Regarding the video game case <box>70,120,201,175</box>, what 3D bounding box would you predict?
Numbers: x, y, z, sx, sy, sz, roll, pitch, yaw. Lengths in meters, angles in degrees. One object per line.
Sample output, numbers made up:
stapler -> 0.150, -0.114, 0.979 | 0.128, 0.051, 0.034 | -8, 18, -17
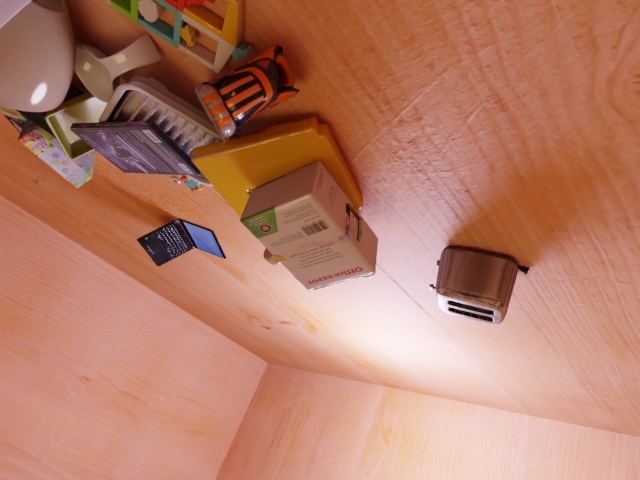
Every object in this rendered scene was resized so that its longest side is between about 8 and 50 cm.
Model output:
video game case -> -0.466, -0.230, 1.145 | 0.274, 0.026, 0.196 | 7, 157, 25

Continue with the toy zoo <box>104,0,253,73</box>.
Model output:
toy zoo -> -0.252, -0.425, 0.815 | 0.293, 0.030, 0.192 | 30, 153, -10

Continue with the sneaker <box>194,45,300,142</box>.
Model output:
sneaker -> -0.138, -0.283, 0.881 | 0.125, 0.180, 0.321 | 63, 173, -25

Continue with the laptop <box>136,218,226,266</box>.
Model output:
laptop -> -0.544, 0.035, 1.793 | 0.137, 0.264, 0.234 | 55, 165, 26

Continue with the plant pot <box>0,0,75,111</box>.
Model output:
plant pot -> -0.617, -0.431, 0.902 | 0.191, 0.284, 0.284 | -39, 118, 23

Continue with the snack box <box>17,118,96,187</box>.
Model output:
snack box -> -0.797, -0.289, 1.380 | 0.070, 0.175, 0.207 | -31, 134, 6

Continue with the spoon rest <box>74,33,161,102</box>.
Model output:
spoon rest -> -0.473, -0.386, 1.003 | 0.276, 0.084, 0.137 | -1, 127, 38

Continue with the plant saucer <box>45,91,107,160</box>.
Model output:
plant saucer -> -0.610, -0.318, 1.182 | 0.045, 0.188, 0.188 | 49, 156, 12

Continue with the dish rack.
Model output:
dish rack -> -0.345, -0.263, 1.103 | 0.332, 0.073, 0.285 | 28, 156, -30

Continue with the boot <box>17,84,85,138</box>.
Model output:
boot -> -0.804, -0.459, 1.089 | 0.445, 0.146, 0.367 | 38, 159, -18

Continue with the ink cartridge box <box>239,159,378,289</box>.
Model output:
ink cartridge box -> -0.016, -0.023, 1.061 | 0.201, 0.117, 0.278 | -18, 130, 30

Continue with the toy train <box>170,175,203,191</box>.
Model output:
toy train -> -0.386, -0.211, 1.313 | 0.125, 0.046, 0.166 | 28, 151, -4

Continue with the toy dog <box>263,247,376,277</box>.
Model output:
toy dog -> 0.000, 0.000, 1.303 | 0.333, 0.161, 0.220 | -7, 139, 24

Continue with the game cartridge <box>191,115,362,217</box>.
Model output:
game cartridge -> -0.093, -0.147, 1.072 | 0.323, 0.053, 0.285 | -10, 143, 20

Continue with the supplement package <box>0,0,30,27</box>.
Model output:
supplement package -> -0.523, -0.476, 0.688 | 0.203, 0.262, 0.145 | 17, 153, 16

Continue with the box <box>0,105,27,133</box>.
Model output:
box -> -0.937, -0.413, 1.388 | 0.100, 0.060, 0.244 | 19, 153, 12

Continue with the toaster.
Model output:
toaster -> 0.393, 0.114, 1.129 | 0.226, 0.147, 0.129 | 12, 152, 23
